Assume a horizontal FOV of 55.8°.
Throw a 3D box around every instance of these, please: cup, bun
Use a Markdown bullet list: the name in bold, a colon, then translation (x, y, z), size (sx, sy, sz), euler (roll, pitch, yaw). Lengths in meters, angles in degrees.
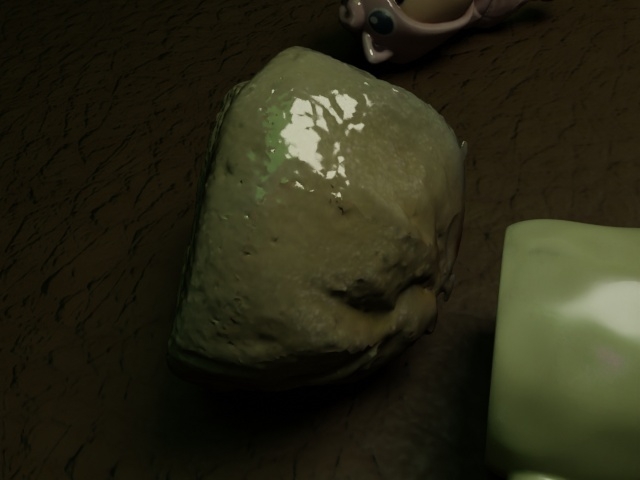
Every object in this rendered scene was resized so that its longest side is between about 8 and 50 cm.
- **cup**: translation (0.201, 0.100, 0.345), size (0.202, 0.173, 0.255), euler (5, 35, 18)
- **bun**: translation (0.004, -0.012, 0.469), size (0.204, 0.282, 0.282), euler (10, 47, -13)

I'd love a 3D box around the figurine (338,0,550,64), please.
- **figurine**: translation (0.153, -0.325, 0.749), size (0.287, 0.186, 0.176), euler (-13, 72, -22)
